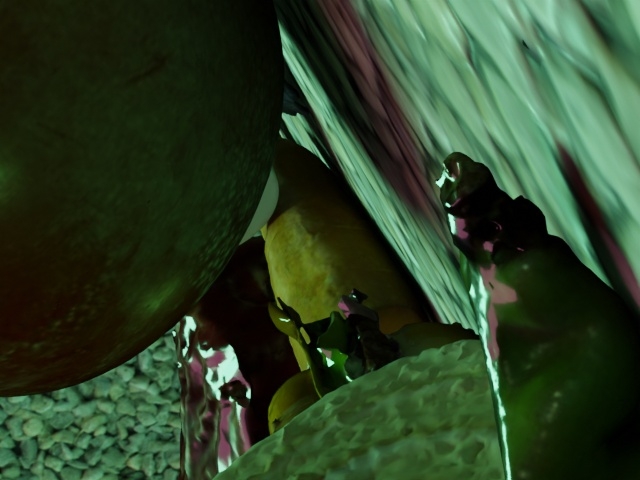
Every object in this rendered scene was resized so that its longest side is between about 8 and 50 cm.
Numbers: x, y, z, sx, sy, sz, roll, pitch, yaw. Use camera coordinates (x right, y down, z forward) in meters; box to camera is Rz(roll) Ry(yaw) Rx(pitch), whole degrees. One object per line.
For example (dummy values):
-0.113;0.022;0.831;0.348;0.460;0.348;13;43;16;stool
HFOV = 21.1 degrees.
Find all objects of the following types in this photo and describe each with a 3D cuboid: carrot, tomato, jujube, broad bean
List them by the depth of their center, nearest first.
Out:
0.071;0.071;0.317;0.195;0.046;0.061;60;-179;26;broad bean
-0.129;-0.079;0.652;0.270;0.223;0.270;45;-162;-19;tomato
0.000;0.000;0.904;0.072;0.072;0.205;62;-176;-42;carrot
0.005;0.157;1.046;0.216;0.216;0.342;-124;15;-62;jujube

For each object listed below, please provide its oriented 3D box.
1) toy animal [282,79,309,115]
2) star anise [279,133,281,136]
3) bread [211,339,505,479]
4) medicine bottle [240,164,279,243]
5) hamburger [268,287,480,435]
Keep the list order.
-0.087;-0.142;0.842;0.220;0.062;0.108;46;-179;-22;toy animal
-0.045;-0.059;1.176;0.157;0.053;0.212;60;179;-5;star anise
0.040;0.121;0.428;0.141;0.134;0.148;60;-155;-22;bread
-0.084;-0.084;0.929;0.086;0.086;0.183;62;-174;-51;medicine bottle
0.038;0.104;0.607;0.189;0.093;0.164;-103;0;-51;hamburger
